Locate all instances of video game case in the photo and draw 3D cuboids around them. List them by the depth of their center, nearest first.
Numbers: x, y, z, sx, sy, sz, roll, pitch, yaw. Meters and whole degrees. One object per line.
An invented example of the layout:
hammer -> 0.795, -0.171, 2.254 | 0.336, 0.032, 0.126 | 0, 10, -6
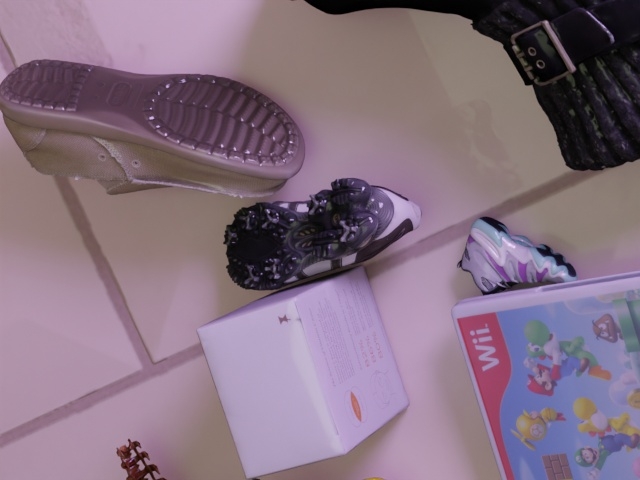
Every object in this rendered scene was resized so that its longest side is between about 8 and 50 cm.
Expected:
video game case -> 0.256, 0.124, 1.357 | 0.285, 0.025, 0.204 | -11, 102, 33

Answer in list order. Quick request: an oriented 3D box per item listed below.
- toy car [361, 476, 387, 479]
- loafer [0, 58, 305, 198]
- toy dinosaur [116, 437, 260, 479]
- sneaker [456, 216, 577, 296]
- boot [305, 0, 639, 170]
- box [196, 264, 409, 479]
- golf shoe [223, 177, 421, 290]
toy car -> 0.138, 0.303, 1.456 | 0.225, 0.053, 0.239 | -8, 96, 21
loafer -> -0.142, -0.086, 1.480 | 0.268, 0.102, 0.092 | 14, 137, 11
toy dinosaur -> -0.079, 0.316, 1.484 | 0.322, 0.164, 0.218 | 34, 147, 4
sneaker -> 0.157, 0.031, 1.417 | 0.098, 0.038, 0.069 | 31, 109, 23
boot -> 0.140, -0.172, 1.342 | 0.348, 0.131, 0.260 | -6, 130, 49
box -> -0.011, 0.104, 1.416 | 0.091, 0.170, 0.130 | -17, 91, 22
golf shoe -> 0.000, 0.000, 1.451 | 0.198, 0.094, 0.077 | -12, 79, 47
